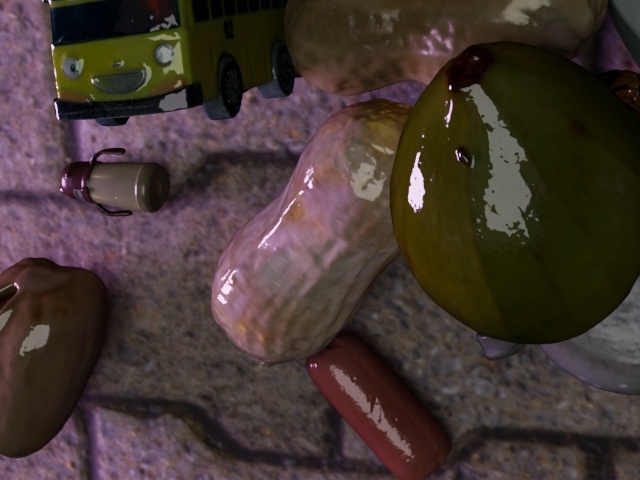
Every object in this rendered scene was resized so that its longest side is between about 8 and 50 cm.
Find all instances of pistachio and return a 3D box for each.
[{"bbox_3d":[-0.274,0.110,1.502,0.129,0.131,0.206,56,130,48],"label":"pistachio"}]

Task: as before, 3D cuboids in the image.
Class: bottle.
[{"bbox_3d":[-0.194,-0.055,1.467,0.101,0.047,0.063,6,86,21],"label":"bottle"}]

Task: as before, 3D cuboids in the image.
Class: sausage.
[{"bbox_3d":[0.051,0.149,1.427,0.062,0.062,0.154,-42,89,23],"label":"sausage"}]

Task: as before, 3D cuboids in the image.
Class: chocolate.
[{"bbox_3d":[0.000,0.000,1.346,0.134,0.134,0.309,42,132,4],"label":"chocolate"}]

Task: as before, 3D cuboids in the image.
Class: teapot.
[{"bbox_3d":[0.258,0.028,1.294,0.294,0.129,0.193,-26,93,25],"label":"teapot"}]

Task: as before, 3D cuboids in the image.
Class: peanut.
[{"bbox_3d":[0.095,-0.177,1.274,0.290,0.130,0.130,5,106,35],"label":"peanut"}]

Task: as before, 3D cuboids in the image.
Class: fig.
[{"bbox_3d":[0.137,-0.042,1.153,0.203,0.203,0.225,-15,138,21],"label":"fig"}]

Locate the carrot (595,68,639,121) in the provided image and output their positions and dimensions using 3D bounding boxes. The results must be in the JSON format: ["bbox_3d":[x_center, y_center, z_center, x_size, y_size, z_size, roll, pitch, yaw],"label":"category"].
[{"bbox_3d":[0.172,-0.084,1.299,0.229,0.069,0.069,-16,99,39],"label":"carrot"}]

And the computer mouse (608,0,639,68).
[{"bbox_3d":[0.313,-0.157,1.231,0.128,0.079,0.231,-40,92,-4],"label":"computer mouse"}]

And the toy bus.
[{"bbox_3d":[-0.116,-0.175,1.291,0.128,0.262,0.150,-3,100,19],"label":"toy bus"}]
